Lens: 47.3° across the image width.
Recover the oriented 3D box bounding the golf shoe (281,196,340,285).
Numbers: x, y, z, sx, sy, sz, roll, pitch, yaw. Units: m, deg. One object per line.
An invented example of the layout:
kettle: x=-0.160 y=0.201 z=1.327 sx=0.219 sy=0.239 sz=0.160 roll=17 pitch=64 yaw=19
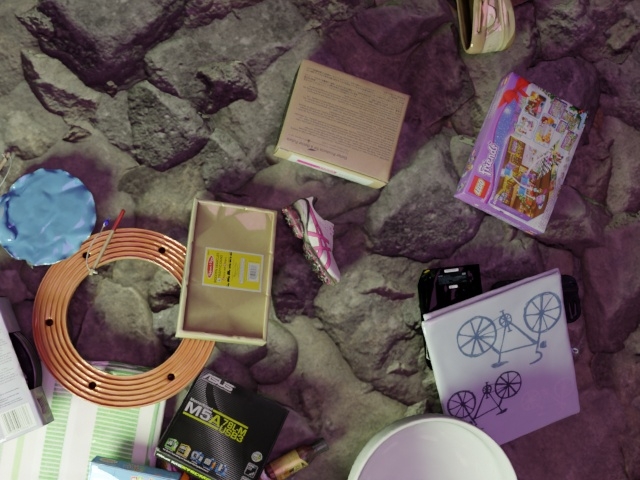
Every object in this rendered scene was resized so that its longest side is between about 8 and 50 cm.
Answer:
golf shoe: x=0.000 y=0.000 z=1.451 sx=0.086 sy=0.067 sz=0.186 roll=-28 pitch=91 yaw=-15

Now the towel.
towel: x=-0.454 y=0.335 z=1.336 sx=0.324 sy=0.038 sz=0.248 roll=8 pitch=84 yaw=-11

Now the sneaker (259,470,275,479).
sneaker: x=-0.136 y=0.489 z=1.347 sx=0.221 sy=0.087 sz=0.128 roll=47 pitch=52 yaw=8

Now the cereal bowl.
cereal bowl: x=0.203 y=0.496 z=1.404 sx=0.338 sy=0.141 sz=0.339 roll=0 pitch=87 yaw=-10

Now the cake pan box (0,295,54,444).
cake pan box: x=-0.625 y=0.251 z=1.265 sx=0.266 sy=0.070 sz=0.246 roll=-23 pitch=88 yaw=-4

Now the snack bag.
snack bag: x=0.380 y=0.259 z=1.491 sx=0.323 sy=0.037 sz=0.343 roll=-19 pitch=106 yaw=-14

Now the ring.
ring: x=-0.356 y=0.141 z=1.357 sx=0.336 sy=0.032 sz=0.337 roll=3 pitch=74 yaw=-11

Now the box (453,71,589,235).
box: x=0.432 y=-0.185 z=1.567 sx=0.200 sy=0.057 sz=0.293 roll=26 pitch=80 yaw=-9

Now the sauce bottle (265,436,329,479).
sauce bottle: x=-0.044 y=0.423 z=1.413 sx=0.128 sy=0.042 sz=0.042 roll=-26 pitch=91 yaw=-11

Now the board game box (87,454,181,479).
board game box: x=-0.346 y=0.505 z=1.303 sx=0.160 sy=0.039 sz=0.212 roll=11 pitch=96 yaw=2

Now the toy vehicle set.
toy vehicle set: x=-0.175 y=0.059 z=1.388 sx=0.165 sy=0.035 sz=0.267 roll=9 pitch=70 yaw=-15

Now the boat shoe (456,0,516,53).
boat shoe: x=0.324 y=-0.568 z=1.548 sx=0.110 sy=0.121 sz=0.341 roll=-12 pitch=88 yaw=-14

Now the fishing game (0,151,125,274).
fishing game: x=-0.507 y=-0.041 z=1.354 sx=0.264 sy=0.041 sz=0.189 roll=23 pitch=76 yaw=1

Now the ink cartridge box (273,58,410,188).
ink cartridge box: x=0.042 y=-0.231 z=1.471 sx=0.234 sy=0.088 sz=0.193 roll=18 pitch=83 yaw=-11

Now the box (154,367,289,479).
box: x=-0.177 y=0.352 z=1.339 sx=0.190 sy=0.045 sz=0.184 roll=28 pitch=53 yaw=0

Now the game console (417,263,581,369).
game console: x=0.383 y=0.151 z=1.534 sx=0.361 sy=0.044 sz=0.213 roll=-5 pitch=87 yaw=-12

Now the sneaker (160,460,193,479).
sneaker: x=-0.239 y=0.473 z=1.359 sx=0.083 sy=0.069 sz=0.186 roll=-15 pitch=94 yaw=-22
